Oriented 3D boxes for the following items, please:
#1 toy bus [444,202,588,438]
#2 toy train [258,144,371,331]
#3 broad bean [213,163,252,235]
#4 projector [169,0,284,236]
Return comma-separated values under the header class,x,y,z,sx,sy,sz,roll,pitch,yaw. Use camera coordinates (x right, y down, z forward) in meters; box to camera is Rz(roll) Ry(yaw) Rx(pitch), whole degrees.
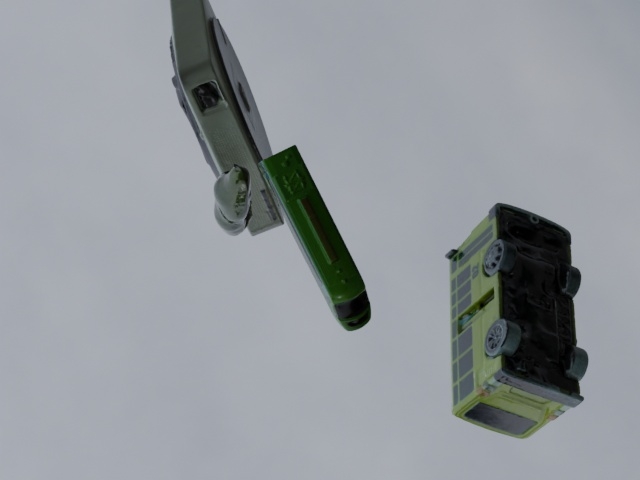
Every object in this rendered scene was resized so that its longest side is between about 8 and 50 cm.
class,x,y,z,sx,sy,sz,roll,pitch,yaw
toy bus,0.157,0.066,1.462,0.088,0.101,0.175,20,-131,-22
toy train,0.000,0.000,1.897,0.209,0.044,0.042,63,171,0
broad bean,-0.102,-0.043,2.071,0.046,0.061,0.195,12,172,3
projector,-0.130,-0.170,2.281,0.259,0.079,0.257,-101,-10,-56
